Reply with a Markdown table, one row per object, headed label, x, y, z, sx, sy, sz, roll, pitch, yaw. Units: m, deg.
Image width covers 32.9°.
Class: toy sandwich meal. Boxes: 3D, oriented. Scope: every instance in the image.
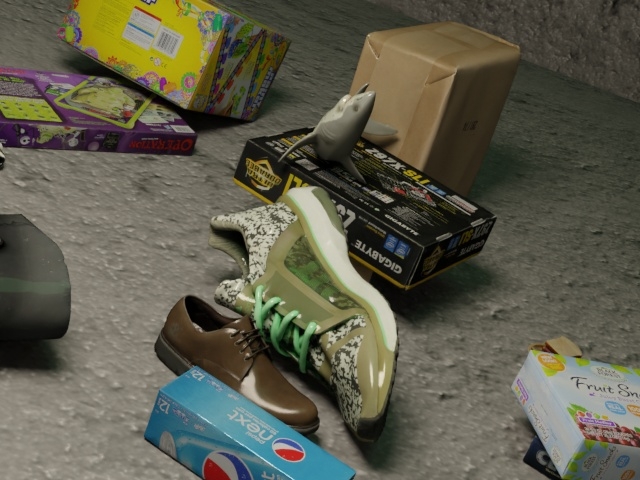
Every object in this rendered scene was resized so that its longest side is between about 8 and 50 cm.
| label | x | y | z | sx | sy | sz | roll | pitch | yaw |
| --- | --- | --- | --- | --- | --- | --- | --- | --- | --- |
| toy sandwich meal | 0.345 | 0.167 | 1.586 | 0.085 | 0.029 | 0.086 | 17 | 25 | -8 |

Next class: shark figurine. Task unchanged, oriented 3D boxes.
| label | x | y | z | sx | sy | sz | roll | pitch | yaw |
| --- | --- | --- | --- | --- | --- | --- | --- | --- | --- |
| shark figurine | 0.040 | -0.136 | 1.575 | 0.116 | 0.166 | 0.278 | 49 | 8 | -1 |

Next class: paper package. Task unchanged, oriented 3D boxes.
| label | x | y | z | sx | sy | sz | roll | pitch | yaw |
| --- | --- | --- | --- | --- | --- | --- | --- | --- | --- |
| paper package | 0.179 | -0.204 | 1.869 | 0.168 | 0.310 | 0.325 | 27 | 25 | 21 |

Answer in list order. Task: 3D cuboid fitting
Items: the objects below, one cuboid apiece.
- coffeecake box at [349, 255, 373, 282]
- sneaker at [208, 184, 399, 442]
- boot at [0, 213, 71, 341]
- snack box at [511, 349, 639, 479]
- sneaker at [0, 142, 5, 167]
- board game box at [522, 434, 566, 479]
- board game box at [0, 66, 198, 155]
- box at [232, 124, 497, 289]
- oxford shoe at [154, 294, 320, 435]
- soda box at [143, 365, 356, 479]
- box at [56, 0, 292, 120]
| label | x | y | z | sx | sy | sz | roll | pitch | yaw |
| --- | --- | --- | --- | --- | --- | --- | --- | --- | --- |
| coffeecake box | 0.000 | 0.000 | 1.606 | 0.142 | 0.068 | 0.185 | 17 | 25 | -9 |
| sneaker | -0.036 | 0.092 | 1.319 | 0.182 | 0.158 | 0.410 | -5 | 39 | -19 |
| boot | -0.456 | 0.072 | 1.044 | 0.445 | 0.146 | 0.367 | 9 | 29 | -35 |
| snack box | 0.363 | 0.225 | 1.336 | 0.207 | 0.070 | 0.174 | 13 | 26 | -19 |
| sneaker | -0.488 | -0.124 | 1.506 | 0.109 | 0.040 | 0.044 | -1 | 35 | -38 |
| board game box | 0.392 | 0.295 | 1.353 | 0.243 | 0.042 | 0.165 | 31 | 26 | 20 |
| board game box | -0.394 | -0.210 | 1.749 | 0.346 | 0.056 | 0.208 | 0 | 37 | -38 |
| box | 0.069 | -0.063 | 1.617 | 0.322 | 0.079 | 0.257 | 32 | 25 | 22 |
| oxford shoe | -0.090 | 0.139 | 1.228 | 0.227 | 0.096 | 0.083 | 33 | 25 | 19 |
| soda box | -0.074 | 0.219 | 1.111 | 0.210 | 0.067 | 0.071 | 30 | 27 | 18 |
| box | -0.254 | -0.360 | 1.935 | 0.290 | 0.177 | 0.279 | 30 | 11 | 17 |
